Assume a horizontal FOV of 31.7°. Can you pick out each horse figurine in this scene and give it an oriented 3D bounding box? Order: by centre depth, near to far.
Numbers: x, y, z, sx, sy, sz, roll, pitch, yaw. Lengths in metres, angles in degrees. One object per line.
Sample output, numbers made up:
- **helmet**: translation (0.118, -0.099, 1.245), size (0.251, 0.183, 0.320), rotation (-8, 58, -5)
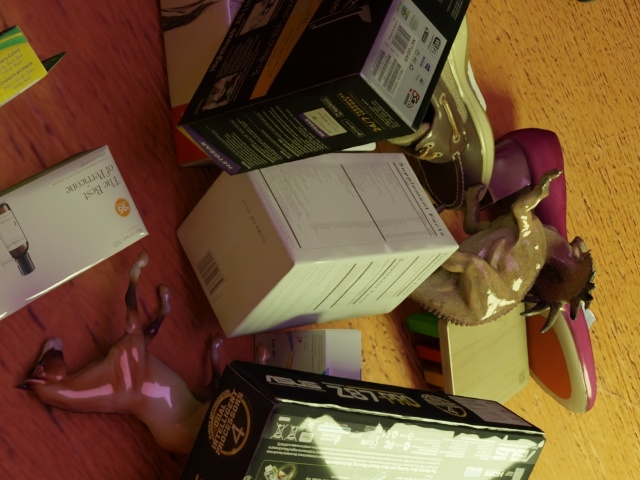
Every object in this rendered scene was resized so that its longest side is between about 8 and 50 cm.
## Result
- **horse figurine**: translation (-0.147, 0.138, 1.108), size (0.263, 0.066, 0.174), rotation (43, 50, -27)

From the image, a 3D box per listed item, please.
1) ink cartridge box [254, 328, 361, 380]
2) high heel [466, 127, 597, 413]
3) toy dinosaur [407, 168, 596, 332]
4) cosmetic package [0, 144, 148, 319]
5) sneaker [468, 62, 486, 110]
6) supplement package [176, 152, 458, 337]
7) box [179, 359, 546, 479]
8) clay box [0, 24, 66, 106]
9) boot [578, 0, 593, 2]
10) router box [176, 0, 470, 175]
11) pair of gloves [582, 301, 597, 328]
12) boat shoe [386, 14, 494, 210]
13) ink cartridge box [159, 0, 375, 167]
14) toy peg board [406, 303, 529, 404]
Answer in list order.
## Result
- **ink cartridge box**: translation (-0.015, 0.140, 1.193), size (0.052, 0.122, 0.088), rotation (5, 80, -39)
- **high heel**: translation (0.321, 0.031, 1.499), size (0.181, 0.127, 0.377), rotation (-21, 91, -33)
- **toy dinosaur**: translation (0.212, 0.041, 1.327), size (0.296, 0.127, 0.200), rotation (-26, 104, -13)
- **cosmetic package**: translation (-0.273, 0.005, 1.009), size (0.239, 0.060, 0.099), rotation (-35, 109, -40)
- **sneaker**: translation (0.159, -0.196, 1.445), size (0.152, 0.058, 0.084), rotation (60, 41, -28)
- **supplement package**: translation (0.000, 0.000, 1.185), size (0.244, 0.134, 0.139), rotation (-4, 57, -44)
- **box**: translation (0.024, 0.300, 1.139), size (0.395, 0.097, 0.318), rotation (13, 101, -41)
- **clay box**: translation (-0.325, -0.108, 0.929), size (0.222, 0.127, 0.053), rotation (-47, 116, -37)
- **boot**: translation (0.425, -0.541, 1.724), size (0.223, 0.118, 0.338), rotation (47, 66, -32)
- **router box**: translation (0.026, -0.217, 1.036), size (0.081, 0.243, 0.309), rotation (42, 59, -31)
- **pair of gloves**: translation (0.326, 0.126, 1.586), size (0.198, 0.023, 0.159), rotation (47, 57, -28)
- **boat shoe**: translation (0.115, -0.154, 1.322), size (0.123, 0.123, 0.342), rotation (-39, 140, -22)
- **ink cartridge box**: translation (-0.059, -0.221, 1.204), size (0.197, 0.114, 0.273), rotation (-5, 86, -44)
- **toy peg board**: translation (0.184, 0.136, 1.427), size (0.161, 0.079, 0.160), rotation (-27, 119, -40)
